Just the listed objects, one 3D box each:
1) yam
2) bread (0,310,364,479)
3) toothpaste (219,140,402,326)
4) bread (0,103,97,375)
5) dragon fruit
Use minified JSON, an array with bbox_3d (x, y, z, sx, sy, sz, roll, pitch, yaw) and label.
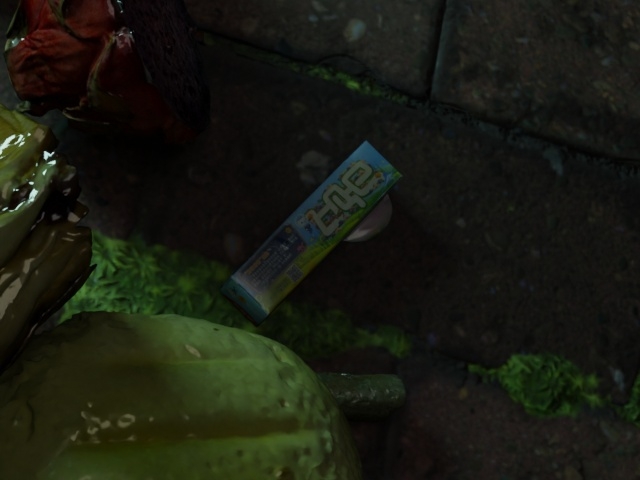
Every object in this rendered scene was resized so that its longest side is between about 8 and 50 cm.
[{"bbox_3d":[0.025,0.136,1.457,0.094,0.043,0.043,5,70,-19],"label":"yam"},{"bbox_3d":[-0.120,0.197,1.277,0.321,0.237,0.320,10,68,-25],"label":"bread"},{"bbox_3d":[0.000,0.000,1.494,0.070,0.044,0.193,44,64,0],"label":"toothpaste"},{"bbox_3d":[-0.311,0.029,1.263,0.277,0.324,0.167,-49,126,-20],"label":"bread"},{"bbox_3d":[-0.201,-0.172,1.427,0.148,0.224,0.218,-19,52,14],"label":"dragon fruit"}]
